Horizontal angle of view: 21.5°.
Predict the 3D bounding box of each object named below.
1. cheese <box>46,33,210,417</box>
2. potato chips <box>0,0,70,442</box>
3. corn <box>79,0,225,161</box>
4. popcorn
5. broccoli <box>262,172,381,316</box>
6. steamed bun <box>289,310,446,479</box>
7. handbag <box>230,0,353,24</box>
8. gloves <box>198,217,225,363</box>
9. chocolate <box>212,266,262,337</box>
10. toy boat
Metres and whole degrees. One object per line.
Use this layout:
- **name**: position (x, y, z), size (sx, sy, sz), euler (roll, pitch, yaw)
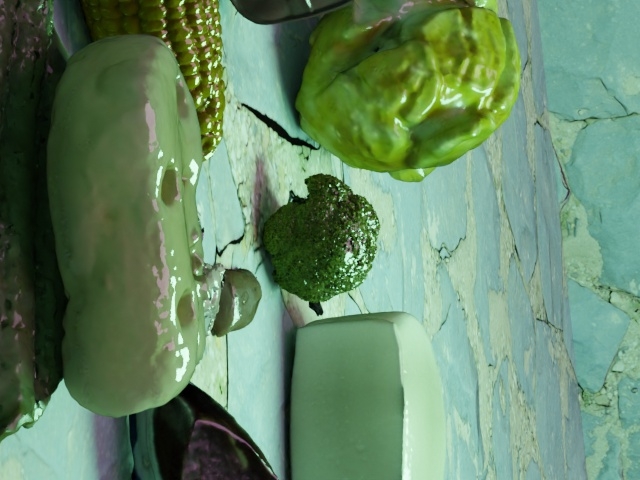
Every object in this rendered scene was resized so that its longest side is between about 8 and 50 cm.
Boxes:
- **cheese**: position (-0.132, -0.015, 1.209), size (0.159, 0.093, 0.263), euler (-61, 147, -78)
- **potato chips**: position (-0.232, -0.083, 1.083), size (0.358, 0.070, 0.429), euler (54, 37, -66)
- **corn**: position (-0.141, -0.211, 1.345), size (0.119, 0.119, 0.322), euler (-65, 152, -58)
- **popcorn**: position (0.091, -0.180, 1.917), size (0.276, 0.276, 0.226), euler (22, 56, -71)
- **broccoli**: position (0.000, 0.000, 1.770), size (0.131, 0.130, 0.120), euler (39, -2, -32)
- **steamed bun**: position (0.054, 0.202, 1.827), size (0.164, 0.146, 0.242), euler (27, 60, -65)
- **handbag**: position (-0.044, -0.323, 1.631), size (0.225, 0.146, 0.135), euler (68, 19, -45)
- **gloves**: position (-0.125, 0.034, 1.381), size (0.110, 0.094, 0.144), euler (70, 12, -72)
- **chocolate**: position (-0.077, 0.059, 1.630), size (0.100, 0.031, 0.065), euler (-3, 93, -75)
- **toy boat**: position (-0.097, 0.226, 1.419), size (0.114, 0.115, 0.262), euler (-25, 108, -27)
